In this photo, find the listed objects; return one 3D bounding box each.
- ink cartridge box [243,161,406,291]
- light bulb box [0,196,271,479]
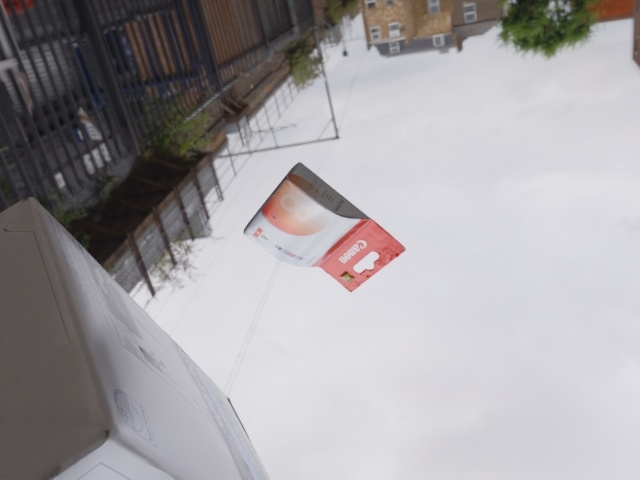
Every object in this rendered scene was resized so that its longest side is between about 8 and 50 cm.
[{"bbox_3d":[0.000,0.000,0.769,0.145,0.179,0.045,-44,-172,48],"label":"ink cartridge box"},{"bbox_3d":[-0.242,0.229,0.443,0.358,0.361,0.225,-34,-131,-8],"label":"light bulb box"}]
